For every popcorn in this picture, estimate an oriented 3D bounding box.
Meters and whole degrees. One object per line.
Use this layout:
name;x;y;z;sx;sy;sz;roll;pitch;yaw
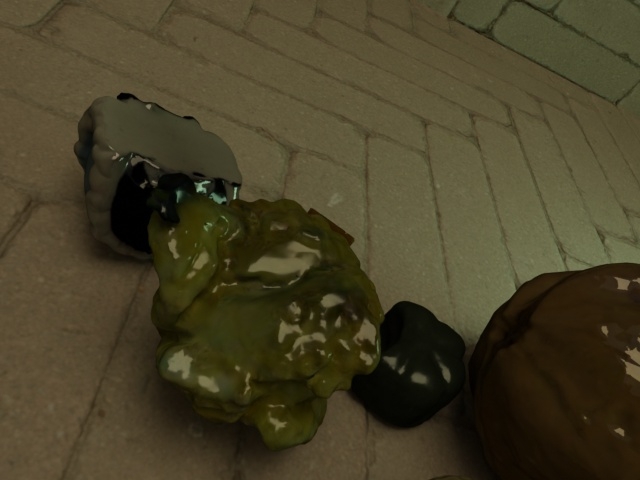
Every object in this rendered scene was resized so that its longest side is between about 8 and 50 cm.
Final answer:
popcorn;-0.061;0.096;0.597;0.293;0.237;0.292;21;40;-19

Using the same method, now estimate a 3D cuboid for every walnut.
walnut;0.388;0.212;0.710;0.384;0.383;0.383;17;44;-18

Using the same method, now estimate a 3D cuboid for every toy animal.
toy animal;-0.233;-0.083;0.722;0.208;0.156;0.204;13;40;-45

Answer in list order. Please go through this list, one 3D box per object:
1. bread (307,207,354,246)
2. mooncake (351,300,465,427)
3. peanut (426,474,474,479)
bread;0.000;0.000;0.875;0.094;0.035;0.090;35;41;2
mooncake;0.122;0.167;0.747;0.169;0.104;0.175;10;43;-16
peanut;0.091;0.363;0.530;0.298;0.120;0.136;-25;62;-41
